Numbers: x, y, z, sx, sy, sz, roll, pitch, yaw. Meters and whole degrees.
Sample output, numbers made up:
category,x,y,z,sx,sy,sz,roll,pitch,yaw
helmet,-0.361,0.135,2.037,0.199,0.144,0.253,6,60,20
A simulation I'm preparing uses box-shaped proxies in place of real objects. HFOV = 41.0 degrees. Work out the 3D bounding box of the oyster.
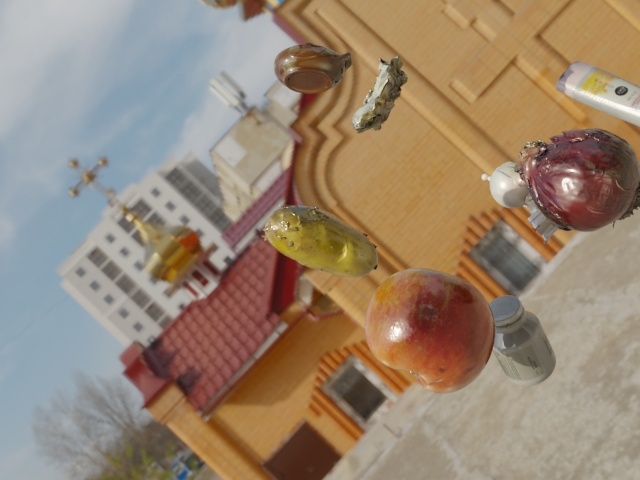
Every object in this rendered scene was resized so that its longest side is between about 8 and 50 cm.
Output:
category,x,y,z,sx,sy,sz,roll,pitch,yaw
oyster,0.145,-0.343,2.078,0.223,0.083,0.214,-72,6,-62

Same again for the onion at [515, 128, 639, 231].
category,x,y,z,sx,sy,sz,roll,pitch,yaw
onion,0.573,-0.128,1.803,0.281,0.281,0.221,-41,-36,-67

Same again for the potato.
category,x,y,z,sx,sy,sz,roll,pitch,yaw
potato,0.000,0.000,2.040,0.173,0.300,0.140,20,88,60

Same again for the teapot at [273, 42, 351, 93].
category,x,y,z,sx,sy,sz,roll,pitch,yaw
teapot,-0.013,-0.293,1.419,0.098,0.129,0.078,74,-162,-62

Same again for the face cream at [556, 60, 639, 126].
category,x,y,z,sx,sy,sz,roll,pitch,yaw
face cream,0.737,-0.371,2.176,0.107,0.269,0.073,-42,-38,-15

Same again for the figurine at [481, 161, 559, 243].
category,x,y,z,sx,sy,sz,roll,pitch,yaw
figurine,0.569,-0.122,2.399,0.182,0.256,0.144,3,-53,-48

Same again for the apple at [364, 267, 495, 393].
category,x,y,z,sx,sy,sz,roll,pitch,yaw
apple,0.236,0.188,1.862,0.163,0.293,0.251,61,-131,-75

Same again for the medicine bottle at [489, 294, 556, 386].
category,x,y,z,sx,sy,sz,roll,pitch,yaw
medicine bottle,0.479,0.240,2.082,0.135,0.215,0.135,-23,29,14
